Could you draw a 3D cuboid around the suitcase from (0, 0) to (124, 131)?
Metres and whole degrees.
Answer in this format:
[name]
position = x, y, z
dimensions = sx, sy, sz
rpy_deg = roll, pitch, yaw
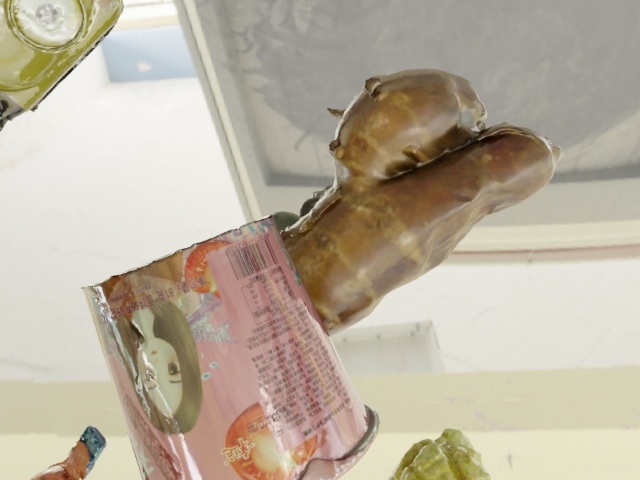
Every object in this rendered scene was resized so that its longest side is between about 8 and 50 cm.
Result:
[suitcase]
position = -0.349, -0.256, 0.696
dimensions = 0.235, 0.194, 0.143
rpy_deg = -46, -154, -1

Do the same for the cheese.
[cheese]
position = -0.659, 0.630, 1.604
dimensions = 0.217, 0.129, 0.329
rpy_deg = 28, -99, 43

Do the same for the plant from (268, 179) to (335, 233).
[plant]
position = 0.002, -0.001, 0.981
dimensions = 0.275, 0.149, 0.146
rpy_deg = -22, -171, 29

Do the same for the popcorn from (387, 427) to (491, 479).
[popcorn]
position = 0.175, 0.397, 0.868
dimensions = 0.195, 0.256, 0.255
rpy_deg = -5, -151, 12

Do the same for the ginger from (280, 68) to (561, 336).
[ginger]
position = 0.056, -0.044, 0.779
dimensions = 0.254, 0.418, 0.176
rpy_deg = 50, -171, 17

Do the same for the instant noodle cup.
[instant noodle cup]
position = -0.094, 0.115, 0.609
dimensions = 0.243, 0.231, 0.243
rpy_deg = -22, -177, 1
